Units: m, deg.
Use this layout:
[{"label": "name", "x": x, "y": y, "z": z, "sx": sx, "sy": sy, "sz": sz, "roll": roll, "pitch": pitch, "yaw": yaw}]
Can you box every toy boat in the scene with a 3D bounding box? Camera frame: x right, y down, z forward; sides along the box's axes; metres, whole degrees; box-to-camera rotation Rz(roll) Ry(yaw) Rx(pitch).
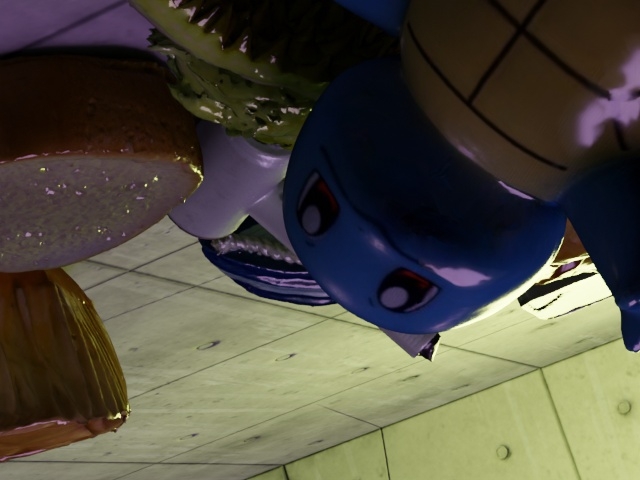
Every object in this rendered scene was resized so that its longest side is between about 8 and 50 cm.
[{"label": "toy boat", "x": 0.022, "y": -0.058, "z": 1.288, "sx": 0.220, "sy": 0.067, "sz": 0.291, "roll": -5, "pitch": 143, "yaw": -13}]

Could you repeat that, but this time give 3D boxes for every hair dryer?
[{"label": "hair dryer", "x": 0.000, "y": 0.000, "z": 1.191, "sx": 0.073, "sy": 0.236, "sz": 0.131, "roll": -48, "pitch": -176, "yaw": -35}]

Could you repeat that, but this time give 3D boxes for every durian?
[{"label": "durian", "x": -0.013, "y": -0.110, "z": 0.989, "sx": 0.132, "sy": 0.106, "sz": 0.375, "roll": -20, "pitch": 163, "yaw": 28}]

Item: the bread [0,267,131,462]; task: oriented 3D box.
[{"label": "bread", "x": -0.257, "y": 0.089, "z": 1.326, "sx": 0.204, "sy": 0.156, "sz": 0.288, "roll": -13, "pitch": 172, "yaw": -3}]

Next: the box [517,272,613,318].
[{"label": "box", "x": 0.263, "y": -0.026, "z": 1.578, "sx": 0.243, "sy": 0.135, "sz": 0.163, "roll": -22, "pitch": 165, "yaw": 14}]

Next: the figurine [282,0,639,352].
[{"label": "figurine", "x": 0.127, "y": -0.131, "z": 0.824, "sx": 0.416, "sy": 0.298, "sz": 0.243, "roll": -48, "pitch": 177, "yaw": 7}]

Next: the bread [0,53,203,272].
[{"label": "bread", "x": -0.187, "y": -0.044, "z": 1.087, "sx": 0.236, "sy": 0.070, "sz": 0.236, "roll": -16, "pitch": 165, "yaw": -4}]

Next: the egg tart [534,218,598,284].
[{"label": "egg tart", "x": 0.256, "y": -0.083, "z": 1.210, "sx": 0.443, "sy": 0.178, "sz": 0.443, "roll": -13, "pitch": 173, "yaw": -2}]
